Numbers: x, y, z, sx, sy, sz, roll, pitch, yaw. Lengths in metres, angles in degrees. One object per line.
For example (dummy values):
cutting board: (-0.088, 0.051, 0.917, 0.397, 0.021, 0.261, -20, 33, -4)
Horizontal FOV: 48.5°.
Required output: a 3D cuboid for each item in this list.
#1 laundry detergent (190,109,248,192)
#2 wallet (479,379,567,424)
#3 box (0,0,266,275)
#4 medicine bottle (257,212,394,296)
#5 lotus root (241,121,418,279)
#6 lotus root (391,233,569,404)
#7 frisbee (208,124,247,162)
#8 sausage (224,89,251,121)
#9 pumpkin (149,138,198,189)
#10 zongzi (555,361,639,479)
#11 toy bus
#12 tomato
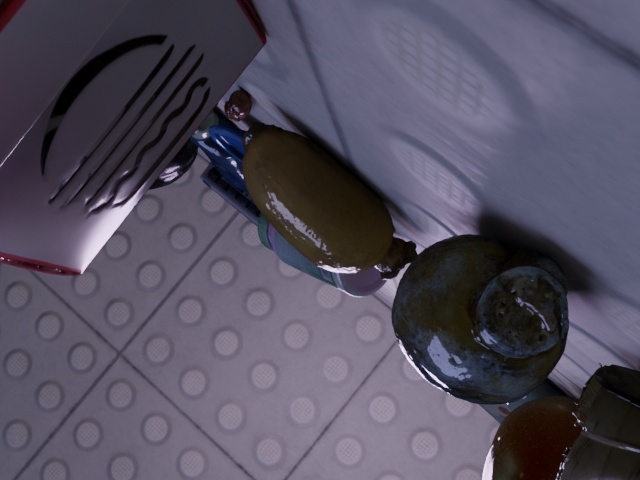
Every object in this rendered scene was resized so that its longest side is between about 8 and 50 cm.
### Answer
laundry detergent: (-0.215, -0.204, 1.537, 0.143, 0.094, 0.290, 42, 178, 24)
wallet: (0.414, 0.339, 1.510, 0.360, 0.083, 0.252, 41, 156, -7)
box: (-0.272, -0.185, 0.567, 0.312, 0.314, 0.300, 39, 179, 14)
medicine bottle: (0.000, 0.000, 1.270, 0.274, 0.133, 0.133, 23, 165, 48)
lotus root: (0.001, -0.042, 0.997, 0.303, 0.131, 0.146, 40, 178, -17)
lotus root: (0.159, 0.086, 0.756, 0.175, 0.175, 0.349, 39, 176, 10)
frisbee: (-0.091, -0.150, 1.289, 0.242, 0.045, 0.242, 29, 175, 3)
sausage: (-0.128, -0.206, 1.097, 0.036, 0.042, 0.158, 1, -173, -12)
pumpkin: (-0.385, -0.272, 1.609, 0.296, 0.296, 0.296, 39, 177, 3)
zongzi: (0.329, 0.246, 0.715, 0.099, 0.197, 0.194, 22, -175, -37)
toy bus: (-0.147, -0.112, 1.705, 0.297, 0.131, 0.106, 39, 177, 27)
tomato: (0.436, 0.427, 1.284, 0.303, 0.303, 0.239, 42, 179, -39)
